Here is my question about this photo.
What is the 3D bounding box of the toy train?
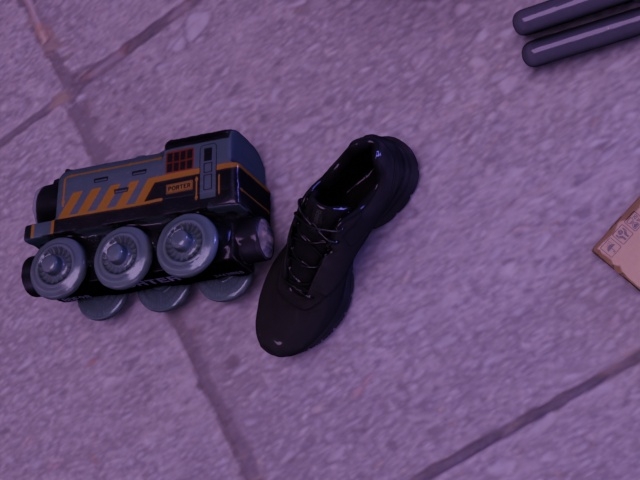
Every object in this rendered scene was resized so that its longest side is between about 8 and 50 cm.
[{"bbox_3d":[-0.209,-0.018,1.227,0.333,0.142,0.190,-9,67,21],"label":"toy train"}]

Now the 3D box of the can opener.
[{"bbox_3d":[0.343,-0.256,1.076,0.280,0.093,0.074,-14,97,22],"label":"can opener"}]

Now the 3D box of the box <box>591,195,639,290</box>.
[{"bbox_3d":[0.411,-0.011,1.054,0.164,0.021,0.201,43,98,20],"label":"box"}]

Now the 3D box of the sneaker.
[{"bbox_3d":[0.000,0.000,1.145,0.109,0.130,0.286,29,94,19],"label":"sneaker"}]
